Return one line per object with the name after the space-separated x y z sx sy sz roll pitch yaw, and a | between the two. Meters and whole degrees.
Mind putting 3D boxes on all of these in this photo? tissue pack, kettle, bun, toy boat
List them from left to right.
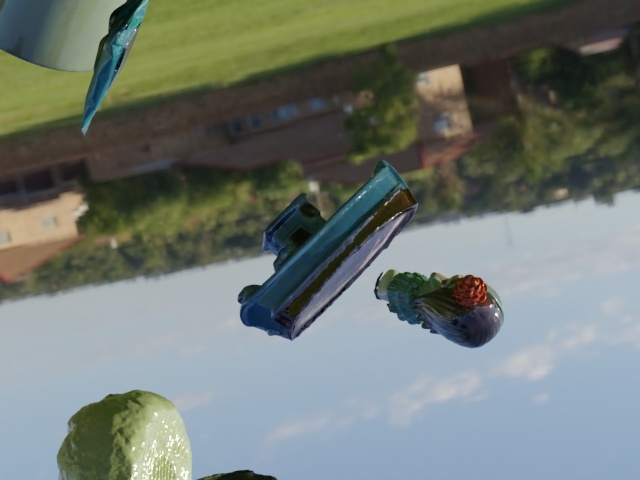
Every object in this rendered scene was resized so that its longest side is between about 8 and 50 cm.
-0.266 -0.330 1.245 0.165 0.240 0.255 -35 157 -56 | kettle
-0.176 -0.161 1.067 0.028 0.085 0.138 23 137 -8 | tissue pack
-0.216 0.260 1.351 0.118 0.195 0.195 -5 -177 15 | bun
0.000 0.000 1.226 0.223 0.097 0.100 -45 165 -23 | toy boat

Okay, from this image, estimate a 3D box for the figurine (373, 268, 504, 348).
0.190 0.100 2.060 0.245 0.110 0.138 12 158 48 | figurine

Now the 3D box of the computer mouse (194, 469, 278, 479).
-0.105 0.326 1.089 0.295 0.168 0.087 -50 -176 19 | computer mouse
